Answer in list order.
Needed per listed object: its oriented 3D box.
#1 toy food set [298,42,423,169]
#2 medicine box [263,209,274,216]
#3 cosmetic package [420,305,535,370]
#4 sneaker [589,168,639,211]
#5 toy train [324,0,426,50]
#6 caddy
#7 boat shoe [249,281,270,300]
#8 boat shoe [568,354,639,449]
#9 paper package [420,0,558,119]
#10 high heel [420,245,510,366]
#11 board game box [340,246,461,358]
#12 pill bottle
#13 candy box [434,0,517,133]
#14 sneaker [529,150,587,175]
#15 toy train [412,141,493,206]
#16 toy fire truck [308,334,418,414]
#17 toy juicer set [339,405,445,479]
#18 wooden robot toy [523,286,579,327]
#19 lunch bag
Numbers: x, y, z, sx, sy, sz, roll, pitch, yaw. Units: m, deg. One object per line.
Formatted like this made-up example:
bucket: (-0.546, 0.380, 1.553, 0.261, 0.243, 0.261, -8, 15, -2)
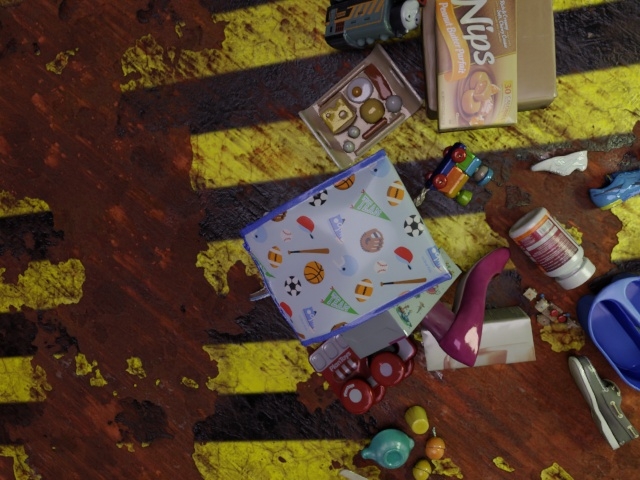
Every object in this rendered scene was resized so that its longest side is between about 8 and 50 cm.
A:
toy food set: (0.113, -0.387, 1.350, 0.306, 0.092, 0.220, -38, 90, 12)
medicine box: (0.000, 0.000, 1.334, 0.289, 0.263, 0.149, 10, 98, 9)
cosmetic package: (0.448, 0.284, 1.344, 0.295, 0.153, 0.129, -8, 95, 13)
sneaker: (0.842, -0.165, 1.253, 0.209, 0.069, 0.082, -31, 87, 13)
toy train: (0.141, -0.621, 1.231, 0.333, 0.142, 0.191, 17, 104, 48)
caddy: (0.872, 0.247, 1.245, 0.241, 0.179, 0.341, -38, 89, 14)
boat shoe: (-0.152, 0.138, 1.488, 0.183, 0.066, 0.066, -24, 88, 3)
boat shoe: (0.812, 0.452, 1.321, 0.091, 0.109, 0.305, -27, 98, 12)
paper package: (0.441, -0.497, 1.237, 0.324, 0.168, 0.310, -4, 95, 12)
high heel: (0.447, 0.172, 1.268, 0.377, 0.127, 0.181, -38, 70, -19)
board game box: (0.220, 0.169, 1.258, 0.098, 0.303, 0.224, 50, 141, 2)
pill bottle: (0.647, 0.023, 1.287, 0.121, 0.121, 0.221, -43, 88, 13)
candy box: (0.376, -0.434, 1.125, 0.182, 0.087, 0.317, -2, 95, 11)
sneaker: (0.669, -0.208, 1.288, 0.152, 0.054, 0.061, -11, 98, 11)
toy train: (0.373, -0.146, 1.336, 0.143, 0.105, 0.248, 33, 102, -8)
toy fire truck: (0.132, 0.363, 1.421, 0.302, 0.169, 0.254, -45, 69, 12)
toy juicer set: (0.246, 0.695, 1.475, 0.329, 0.089, 0.209, -39, 102, 5)
wooden robot toy: (0.656, 0.218, 1.340, 0.173, 0.076, 0.079, 37, 113, 4)
lunch bag: (0.045, 0.023, 1.076, 0.385, 0.239, 0.328, -30, 92, 5)
